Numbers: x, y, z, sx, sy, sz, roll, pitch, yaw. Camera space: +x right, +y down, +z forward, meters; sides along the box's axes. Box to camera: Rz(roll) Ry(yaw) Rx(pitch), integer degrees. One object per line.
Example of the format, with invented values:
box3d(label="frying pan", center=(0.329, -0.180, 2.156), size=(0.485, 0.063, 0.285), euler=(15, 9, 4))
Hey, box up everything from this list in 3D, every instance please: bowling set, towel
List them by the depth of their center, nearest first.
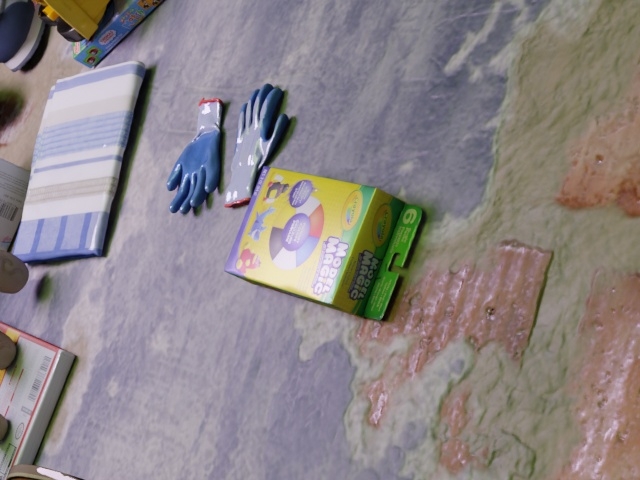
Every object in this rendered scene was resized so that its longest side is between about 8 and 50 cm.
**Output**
box3d(label="bowling set", center=(-0.511, 0.145, 1.725), size=(0.200, 0.154, 0.287), euler=(-26, 52, 37))
box3d(label="towel", center=(-0.332, -0.105, 1.801), size=(0.209, 0.034, 0.285), euler=(-7, 67, 44))

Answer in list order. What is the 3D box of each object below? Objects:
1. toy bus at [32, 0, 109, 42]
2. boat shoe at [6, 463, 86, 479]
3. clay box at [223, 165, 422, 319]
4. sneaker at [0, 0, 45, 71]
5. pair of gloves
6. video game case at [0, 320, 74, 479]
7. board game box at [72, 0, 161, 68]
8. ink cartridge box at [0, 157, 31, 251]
box3d(label="toy bus", center=(-0.349, -0.413, 1.851), size=(0.211, 0.149, 0.220), euler=(-50, 36, -3))
box3d(label="boat shoe", center=(-0.262, 0.314, 1.431), size=(0.307, 0.110, 0.104), euler=(-2, 67, 48))
box3d(label="clay box", center=(0.000, 0.000, 1.357), size=(0.222, 0.053, 0.127), euler=(13, 80, 51))
box3d(label="sneaker", center=(-0.503, -0.424, 2.083), size=(0.112, 0.131, 0.319), euler=(-33, 45, 35))
box3d(label="pair of gloves", center=(-0.114, -0.109, 1.568), size=(0.198, 0.023, 0.159), euler=(-6, 65, 47))
box3d(label="video game case", center=(-0.441, 0.215, 1.753), size=(0.285, 0.025, 0.204), euler=(13, 80, 50))
box3d(label="board game box", center=(-0.282, -0.371, 1.884), size=(0.211, 0.039, 0.160), euler=(-36, 46, 29))
box3d(label="ink cartridge box", center=(-0.524, -0.030, 1.875), size=(0.093, 0.154, 0.212), euler=(16, 83, 51))
